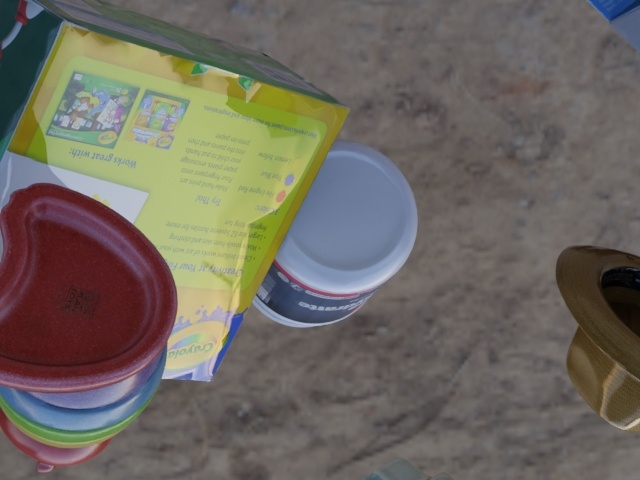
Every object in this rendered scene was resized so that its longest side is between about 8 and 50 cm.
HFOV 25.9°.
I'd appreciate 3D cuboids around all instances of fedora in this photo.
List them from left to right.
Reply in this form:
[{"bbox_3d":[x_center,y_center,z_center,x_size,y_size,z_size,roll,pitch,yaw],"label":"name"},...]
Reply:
[{"bbox_3d":[0.232,0.082,0.990,0.194,0.194,0.079,20,116,-18],"label":"fedora"}]

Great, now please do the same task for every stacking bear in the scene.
[{"bbox_3d":[-0.221,0.109,1.207,0.164,0.175,0.289,19,149,-3],"label":"stacking bear"}]

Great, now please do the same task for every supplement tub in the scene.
[{"bbox_3d":[0.000,0.000,1.744,0.191,0.191,0.272,11,162,-9],"label":"supplement tub"}]

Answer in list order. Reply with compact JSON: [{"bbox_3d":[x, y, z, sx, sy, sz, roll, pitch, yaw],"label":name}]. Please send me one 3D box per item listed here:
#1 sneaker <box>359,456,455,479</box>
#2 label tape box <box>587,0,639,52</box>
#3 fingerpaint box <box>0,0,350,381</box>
[{"bbox_3d":[0.075,0.304,1.313,0.150,0.366,0.135,-32,90,-10],"label":"sneaker"},{"bbox_3d":[0.496,-0.276,1.578,0.249,0.347,0.115,-38,163,-11],"label":"label tape box"},{"bbox_3d":[-0.227,-0.048,1.454,0.445,0.163,0.371,8,113,-54],"label":"fingerpaint box"}]
